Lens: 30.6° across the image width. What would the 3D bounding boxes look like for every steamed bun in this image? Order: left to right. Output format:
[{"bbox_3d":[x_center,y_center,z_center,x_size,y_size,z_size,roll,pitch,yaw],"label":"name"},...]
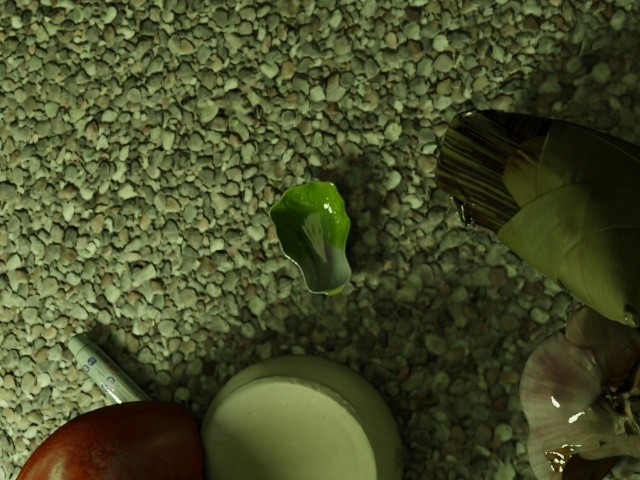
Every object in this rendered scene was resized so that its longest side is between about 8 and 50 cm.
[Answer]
[{"bbox_3d":[-0.017,0.235,1.300,0.231,0.145,0.232,2,98,13],"label":"steamed bun"}]

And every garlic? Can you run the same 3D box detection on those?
[{"bbox_3d":[0.318,0.190,1.165,0.207,0.207,0.257,-46,35,11],"label":"garlic"}]

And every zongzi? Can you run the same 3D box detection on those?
[{"bbox_3d":[0.219,-0.026,1.149,0.289,0.317,0.154,21,111,21],"label":"zongzi"}]

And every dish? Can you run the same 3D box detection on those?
[{"bbox_3d":[0.000,0.000,1.370,0.091,0.039,0.137,-20,80,13],"label":"dish"}]

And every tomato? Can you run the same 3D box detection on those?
[{"bbox_3d":[-0.263,0.321,1.290,0.338,0.143,0.339,-33,49,49],"label":"tomato"}]

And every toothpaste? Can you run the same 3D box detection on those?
[{"bbox_3d":[-0.235,0.197,1.446,0.218,0.033,0.052,44,101,15],"label":"toothpaste"}]
